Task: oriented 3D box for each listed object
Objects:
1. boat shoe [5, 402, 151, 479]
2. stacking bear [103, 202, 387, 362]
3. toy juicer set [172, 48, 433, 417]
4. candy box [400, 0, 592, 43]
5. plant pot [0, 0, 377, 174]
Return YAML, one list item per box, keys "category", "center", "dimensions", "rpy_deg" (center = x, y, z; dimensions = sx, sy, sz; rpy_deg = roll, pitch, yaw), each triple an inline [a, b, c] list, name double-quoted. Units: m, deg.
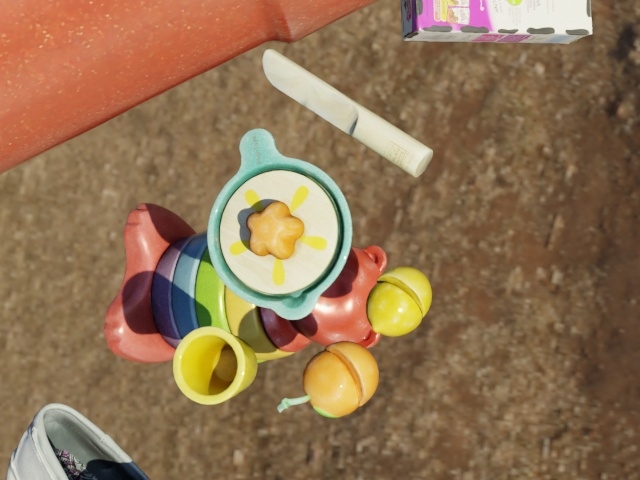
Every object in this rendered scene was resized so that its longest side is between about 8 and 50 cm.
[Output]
- category: "boat shoe"
  center: [-0.132, 0.196, 0.903]
  dimensions: [0.227, 0.079, 0.081]
  rpy_deg: [39, 124, 27]
- category: "stacking bear"
  center: [-0.061, 0.057, 1.437]
  dimensions: [0.289, 0.164, 0.175]
  rpy_deg: [0, 72, 33]
- category: "toy juicer set"
  center: [0.000, 0.000, 1.181]
  dimensions: [0.209, 0.089, 0.328]
  rpy_deg: [13, 88, 18]
- category: "candy box"
  center: [0.218, -0.331, 1.681]
  dimensions: [0.071, 0.234, 0.159]
  rpy_deg: [170, 100, -75]
- category: "plant pot"
  center: [-0.133, -0.145, 0.524]
  dimensions: [0.265, 0.272, 0.272]
  rpy_deg: [-32, 47, -1]
